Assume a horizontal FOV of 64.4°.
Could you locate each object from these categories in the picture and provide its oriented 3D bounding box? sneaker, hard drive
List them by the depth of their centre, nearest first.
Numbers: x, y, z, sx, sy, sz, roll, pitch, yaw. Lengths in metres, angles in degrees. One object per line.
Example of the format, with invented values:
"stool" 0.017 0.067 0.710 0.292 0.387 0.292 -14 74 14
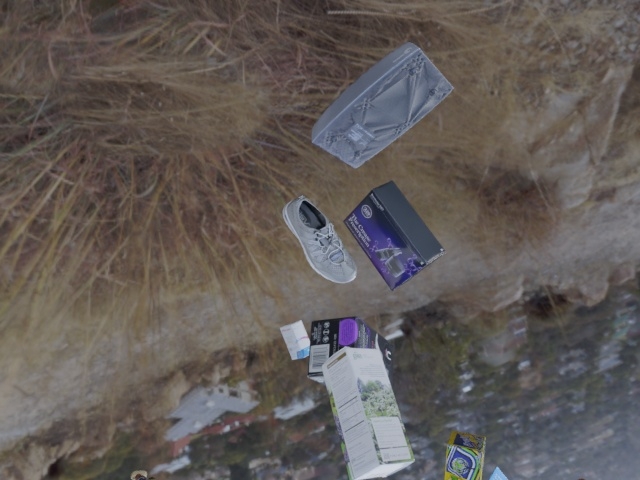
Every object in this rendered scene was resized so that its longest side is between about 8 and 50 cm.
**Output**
"hard drive" 0.114 -0.254 0.978 0.254 0.054 0.172 -37 148 24
"sneaker" 0.000 0.000 1.388 0.105 0.281 0.115 -41 179 -22

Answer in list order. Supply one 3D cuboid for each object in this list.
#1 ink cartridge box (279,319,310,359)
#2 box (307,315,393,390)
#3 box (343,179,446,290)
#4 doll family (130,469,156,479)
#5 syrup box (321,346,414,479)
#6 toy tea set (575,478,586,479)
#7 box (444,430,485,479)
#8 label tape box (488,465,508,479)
"ink cartridge box" -0.083 0.345 1.770 0.052 0.123 0.088 -21 176 -35
"box" 0.093 0.339 1.444 0.143 0.165 0.270 -11 147 28
"box" 0.210 -0.013 1.490 0.103 0.261 0.184 -25 165 -41
"doll family" -0.254 0.412 0.674 0.076 0.111 0.193 -1 95 -33
"syrup box" 0.089 0.339 1.015 0.093 0.237 0.096 12 136 -35
"toy tea set" 0.501 0.581 0.851 0.124 0.336 0.200 -28 122 -5
"box" 0.218 0.388 0.778 0.054 0.169 0.059 4 -177 22
"label tape box" 0.517 0.878 1.468 0.334 0.106 0.241 -46 107 -20
